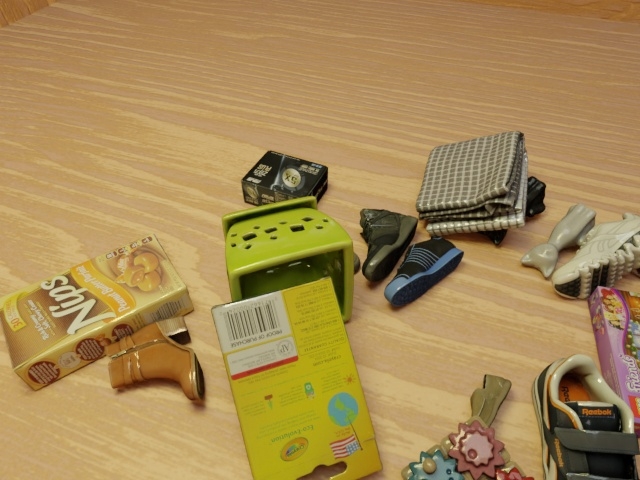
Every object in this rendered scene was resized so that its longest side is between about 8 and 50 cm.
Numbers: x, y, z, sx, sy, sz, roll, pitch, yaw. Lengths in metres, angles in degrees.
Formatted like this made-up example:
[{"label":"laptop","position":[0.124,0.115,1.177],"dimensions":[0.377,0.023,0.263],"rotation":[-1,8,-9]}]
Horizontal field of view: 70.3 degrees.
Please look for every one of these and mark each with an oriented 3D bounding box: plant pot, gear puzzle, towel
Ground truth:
[{"label":"plant pot","position":[-0.075,0.047,0.902],"dimensions":[0.228,0.227,0.207],"rotation":[-14,42,-13]},{"label":"gear puzzle","position":[0.267,0.428,0.624],"dimensions":[0.176,0.044,0.339],"rotation":[-32,58,-9]},{"label":"towel","position":[0.371,-0.147,1.110],"dimensions":[0.235,0.121,0.283],"rotation":[-5,41,32]}]

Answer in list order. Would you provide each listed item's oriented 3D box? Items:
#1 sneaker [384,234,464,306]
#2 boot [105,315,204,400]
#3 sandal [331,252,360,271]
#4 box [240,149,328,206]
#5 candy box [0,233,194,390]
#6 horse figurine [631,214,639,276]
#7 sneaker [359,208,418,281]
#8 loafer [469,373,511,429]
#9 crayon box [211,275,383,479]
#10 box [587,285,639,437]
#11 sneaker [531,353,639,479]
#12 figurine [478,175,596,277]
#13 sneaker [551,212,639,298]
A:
[{"label":"sneaker","position":[0.208,0.060,0.991],"dimensions":[0.232,0.081,0.090],"rotation":[-26,49,-32]},{"label":"boot","position":[-0.300,0.234,0.822],"dimensions":[0.153,0.072,0.197],"rotation":[-20,41,-18]},{"label":"sandal","position":[0.000,0.000,1.053],"dimensions":[0.090,0.060,0.219],"rotation":[-35,56,-30]},{"label":"box","position":[-0.090,-0.146,1.180],"dimensions":[0.180,0.077,0.147],"rotation":[19,49,16]},{"label":"candy box","position":[-0.441,0.128,0.904],"dimensions":[0.317,0.087,0.183],"rotation":[-26,52,-24]},{"label":"horse figurine","position":[0.798,-0.011,1.074],"dimensions":[0.264,0.066,0.174],"rotation":[-22,45,-17]},{"label":"sneaker","position":[0.125,0.003,1.038],"dimensions":[0.130,0.087,0.227],"rotation":[21,46,21]},{"label":"loafer","position":[0.280,0.290,0.786],"dimensions":[0.050,0.056,0.148],"rotation":[28,45,27]},{"label":"crayon box","position":[-0.042,0.238,0.739],"dimensions":[0.202,0.081,0.318],"rotation":[-13,82,-14]},{"label":"box","position":[0.634,0.229,0.844],"dimensions":[0.201,0.057,0.293],"rotation":[10,47,9]},{"label":"sneaker","position":[0.415,0.329,0.701],"dimensions":[0.126,0.127,0.321],"rotation":[2,48,-1]},{"label":"figurine","position":[0.509,-0.028,1.081],"dimensions":[0.209,0.092,0.215],"rotation":[-36,56,-20]},{"label":"sneaker","position":[0.617,0.030,0.995],"dimensions":[0.292,0.110,0.118],"rotation":[-24,42,-10]}]
